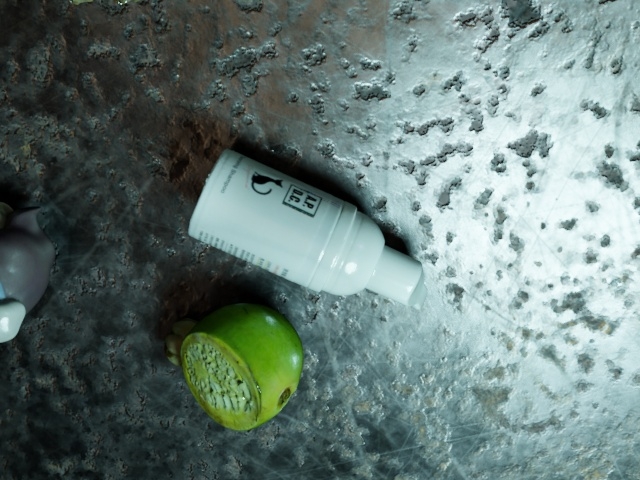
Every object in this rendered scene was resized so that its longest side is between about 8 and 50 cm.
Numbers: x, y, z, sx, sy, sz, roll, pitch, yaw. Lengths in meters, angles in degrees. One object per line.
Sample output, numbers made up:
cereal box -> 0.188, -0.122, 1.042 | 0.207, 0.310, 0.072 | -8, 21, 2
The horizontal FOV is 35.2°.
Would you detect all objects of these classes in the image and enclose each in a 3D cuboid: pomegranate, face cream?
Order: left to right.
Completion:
pomegranate -> -0.127, 0.190, 1.597 | 0.240, 0.159, 0.190 | -21, 101, 45
face cream -> 0.000, 0.000, 1.495 | 0.369, 0.145, 0.145 | 23, 114, -2

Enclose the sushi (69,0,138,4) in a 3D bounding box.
sushi -> -0.330, -0.424, 1.337 | 0.218, 0.225, 0.239 | -24, 79, 30

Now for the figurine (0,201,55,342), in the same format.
figurine -> -0.553, -0.030, 1.544 | 0.206, 0.218, 0.365 | -13, 108, 42
